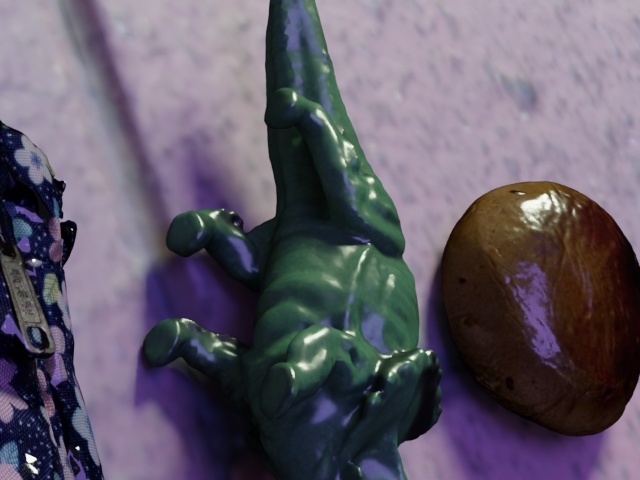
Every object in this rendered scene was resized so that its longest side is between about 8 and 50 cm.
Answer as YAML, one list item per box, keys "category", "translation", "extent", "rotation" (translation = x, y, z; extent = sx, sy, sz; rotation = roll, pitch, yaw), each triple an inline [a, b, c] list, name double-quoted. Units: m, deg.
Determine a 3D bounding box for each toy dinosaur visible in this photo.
- category: "toy dinosaur"
  translation: [-0.012, 0.000, 0.655]
  extent: [0.120, 0.079, 0.292]
  rotation: [-1, 71, -46]

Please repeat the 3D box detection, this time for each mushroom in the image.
- category: "mushroom"
  translation: [0.110, 0.030, 0.757]
  extent: [0.123, 0.052, 0.123]
  rotation: [16, 60, -29]

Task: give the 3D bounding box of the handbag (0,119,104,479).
- category: "handbag"
  translation: [-0.161, 0.052, 0.470]
  extent: [0.229, 0.127, 0.207]
  rotation: [-5, 72, -32]
